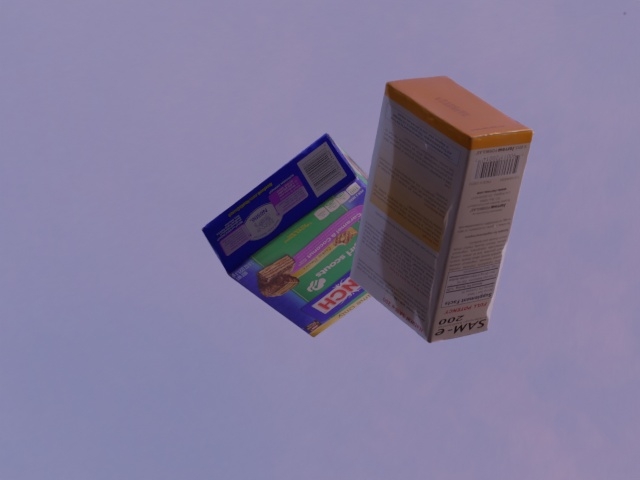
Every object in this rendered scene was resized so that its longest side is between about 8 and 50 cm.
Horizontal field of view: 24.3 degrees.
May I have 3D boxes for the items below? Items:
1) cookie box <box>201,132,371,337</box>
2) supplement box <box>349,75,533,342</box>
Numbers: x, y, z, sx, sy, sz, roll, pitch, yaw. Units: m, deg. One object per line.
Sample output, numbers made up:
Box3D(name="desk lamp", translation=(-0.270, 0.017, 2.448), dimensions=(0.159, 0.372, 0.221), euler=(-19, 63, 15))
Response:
Box3D(name="cookie box", translation=(0.000, 0.000, 0.849), dimensions=(0.092, 0.107, 0.040), euler=(-37, -124, 9))
Box3D(name="supplement box", translation=(0.051, -0.014, 0.644), dimensions=(0.062, 0.036, 0.098), euler=(40, -51, 44))
